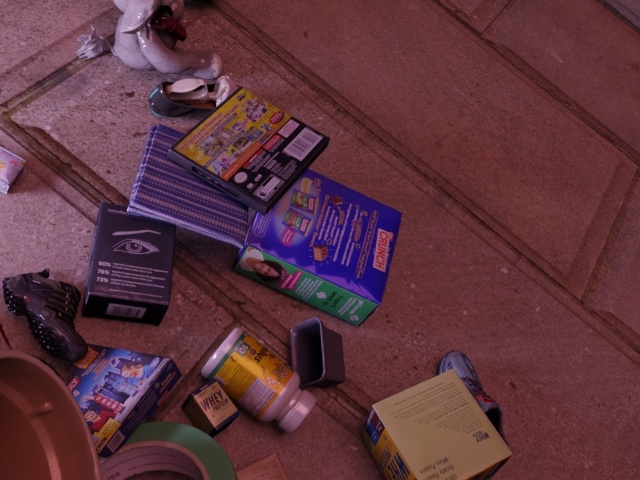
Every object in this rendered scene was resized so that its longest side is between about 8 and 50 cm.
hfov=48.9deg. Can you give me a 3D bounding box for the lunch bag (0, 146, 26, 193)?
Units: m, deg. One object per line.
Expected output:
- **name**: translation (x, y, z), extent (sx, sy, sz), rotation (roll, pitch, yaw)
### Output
- **lunch bag**: translation (-0.641, -0.145, 1.398), extent (0.083, 0.053, 0.071), rotation (31, 55, -17)

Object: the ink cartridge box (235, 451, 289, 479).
- **ink cartridge box**: translation (-0.145, 0.507, 1.218), extent (0.235, 0.088, 0.193), rotation (-16, 70, -31)

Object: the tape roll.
- **tape roll**: translation (-0.282, 0.435, 1.102), extent (0.322, 0.077, 0.321), rotation (-5, 39, 4)

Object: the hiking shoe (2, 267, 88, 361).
- **hiking shoe**: translation (-0.473, 0.122, 1.272), extent (0.227, 0.086, 0.114), rotation (39, 44, 24)

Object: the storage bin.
- **storage bin**: translation (-0.004, 0.242, 1.448), extent (0.091, 0.098, 0.135), rotation (28, 48, -43)

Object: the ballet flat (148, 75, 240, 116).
- **ballet flat**: translation (-0.260, -0.336, 1.659), extent (0.281, 0.096, 0.095), rotation (-9, 64, -29)

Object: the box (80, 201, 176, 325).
- **box**: translation (-0.371, 0.046, 1.374), extent (0.153, 0.108, 0.207), rotation (11, 57, -20)

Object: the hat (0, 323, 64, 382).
- **hat**: translation (-0.512, 0.228, 1.153), extent (0.209, 0.183, 0.173), rotation (36, 53, -2)

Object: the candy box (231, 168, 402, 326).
- **candy box**: translation (0.000, 0.000, 1.566), extent (0.317, 0.122, 0.268), rotation (25, 52, -9)

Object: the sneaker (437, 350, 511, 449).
- **sneaker**: translation (0.343, 0.352, 1.514), extent (0.104, 0.125, 0.261), rotation (-3, 63, -27)

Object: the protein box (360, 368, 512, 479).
- **protein box**: translation (0.221, 0.399, 1.381), extent (0.200, 0.136, 0.201), rotation (-19, 56, -23)

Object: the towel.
- **towel**: translation (-0.268, -0.121, 1.500), extent (0.243, 0.040, 0.336), rotation (19, 34, -16)

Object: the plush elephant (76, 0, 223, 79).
- **plush elephant**: translation (-0.388, -0.533, 1.617), extent (0.330, 0.255, 0.271), rotation (-14, 68, -31)

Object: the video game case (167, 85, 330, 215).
- **video game case**: translation (-0.151, -0.204, 1.545), extent (0.248, 0.035, 0.275), rotation (31, 52, 9)

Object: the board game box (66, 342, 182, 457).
- **board game box**: translation (-0.379, 0.261, 1.223), extent (0.194, 0.060, 0.194), rotation (18, 54, 27)

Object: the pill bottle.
- **pill bottle**: translation (-0.115, 0.273, 1.353), extent (0.208, 0.117, 0.117), rotation (39, 53, 1)

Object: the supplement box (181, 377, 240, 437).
- **supplement box**: translation (-0.205, 0.315, 1.307), extent (0.056, 0.083, 0.083), rotation (-31, 76, -36)

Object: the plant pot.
- **plant pot**: translation (-0.523, 0.359, 0.968), extent (0.306, 0.334, 0.333), rotation (-21, 67, 7)
